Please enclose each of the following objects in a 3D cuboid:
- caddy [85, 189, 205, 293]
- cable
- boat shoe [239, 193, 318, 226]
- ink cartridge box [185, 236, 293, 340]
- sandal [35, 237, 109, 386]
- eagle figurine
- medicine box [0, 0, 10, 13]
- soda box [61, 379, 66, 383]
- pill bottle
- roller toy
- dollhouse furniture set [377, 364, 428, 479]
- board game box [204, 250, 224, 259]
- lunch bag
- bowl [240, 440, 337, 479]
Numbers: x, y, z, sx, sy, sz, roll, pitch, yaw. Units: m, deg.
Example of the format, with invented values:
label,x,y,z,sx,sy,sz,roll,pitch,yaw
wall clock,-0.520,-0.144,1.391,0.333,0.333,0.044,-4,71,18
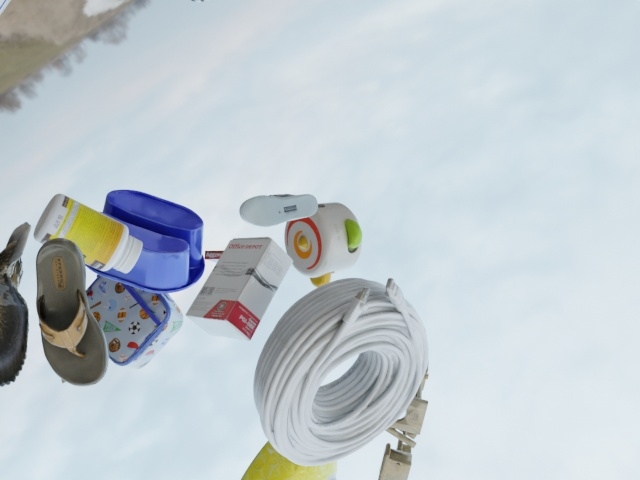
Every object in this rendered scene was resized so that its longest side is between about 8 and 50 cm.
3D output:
label,x,y,z,sx,sy,sz,roll,pitch,yaw
caddy,-0.471,0.013,1.706,0.241,0.341,0.179,-69,178,-54
cable,0.028,0.174,0.847,0.257,0.257,0.089,-43,-135,-5
boat shoe,-0.100,-0.063,1.331,0.183,0.065,0.083,-7,-175,-36
ink cartridge box,-0.112,0.066,0.897,0.099,0.056,0.135,-1,-128,46
sandal,-0.363,0.105,0.917,0.089,0.220,0.060,-7,-177,-8
eagle figurine,-0.651,0.106,1.254,0.225,0.298,0.226,9,-134,22
medicine box,-0.603,-0.467,0.882,0.263,0.289,0.149,16,-108,20
soda box,-0.622,0.258,1.593,0.061,0.182,0.058,-28,163,33
pill bottle,-0.512,-0.008,1.423,0.117,0.215,0.117,-40,-146,34
roller toy,0.000,0.000,1.688,0.146,0.209,0.191,-11,-132,-40
dollhouse furniture set,0.116,0.294,1.092,0.101,0.161,0.182,14,-166,7
board game box,-0.202,0.059,1.812,0.144,0.281,0.027,0,-99,15
lunch bag,-0.541,0.193,1.808,0.243,0.115,0.303,-48,-117,1
bowl,-0.046,0.539,1.410,0.156,0.290,0.289,32,-116,25
